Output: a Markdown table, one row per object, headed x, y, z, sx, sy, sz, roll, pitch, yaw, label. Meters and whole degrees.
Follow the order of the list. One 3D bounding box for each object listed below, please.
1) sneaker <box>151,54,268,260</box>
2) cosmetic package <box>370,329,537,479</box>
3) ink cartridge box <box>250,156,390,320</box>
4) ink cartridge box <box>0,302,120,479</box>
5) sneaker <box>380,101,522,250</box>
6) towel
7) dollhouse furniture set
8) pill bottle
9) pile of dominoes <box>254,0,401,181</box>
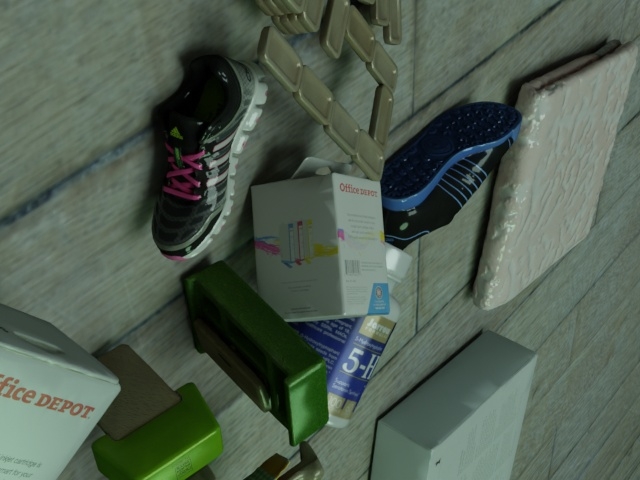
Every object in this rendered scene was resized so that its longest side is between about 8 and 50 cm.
| x | y | z | sx | sy | sz | roll | pitch | yaw | label |
| --- | --- | --- | --- | --- | --- | --- | --- | --- | --- |
| -0.099 | -0.070 | 0.822 | 0.075 | 0.063 | 0.170 | 25 | 86 | -61 | sneaker |
| 0.180 | 0.356 | 1.551 | 0.284 | 0.097 | 0.377 | -32 | 137 | -46 | cosmetic package |
| 0.000 | 0.000 | 0.965 | 0.092 | 0.089 | 0.143 | 7 | 78 | -60 | ink cartridge box |
| -0.245 | 0.136 | 0.656 | 0.208 | 0.087 | 0.153 | -54 | 150 | -2 | ink cartridge box |
| 0.139 | -0.073 | 1.186 | 0.232 | 0.081 | 0.090 | -34 | 142 | -31 | sneaker |
| 0.328 | -0.098 | 1.487 | 0.317 | 0.053 | 0.332 | -30 | 137 | -46 | towel |
| -0.110 | 0.206 | 0.952 | 0.197 | 0.151 | 0.302 | -31 | 140 | -27 | dollhouse furniture set |
| 0.016 | 0.083 | 1.068 | 0.112 | 0.112 | 0.187 | 27 | 88 | -60 | pill bottle |
| 0.003 | -0.186 | 0.897 | 0.251 | 0.040 | 0.196 | 41 | 55 | -57 | pile of dominoes |
